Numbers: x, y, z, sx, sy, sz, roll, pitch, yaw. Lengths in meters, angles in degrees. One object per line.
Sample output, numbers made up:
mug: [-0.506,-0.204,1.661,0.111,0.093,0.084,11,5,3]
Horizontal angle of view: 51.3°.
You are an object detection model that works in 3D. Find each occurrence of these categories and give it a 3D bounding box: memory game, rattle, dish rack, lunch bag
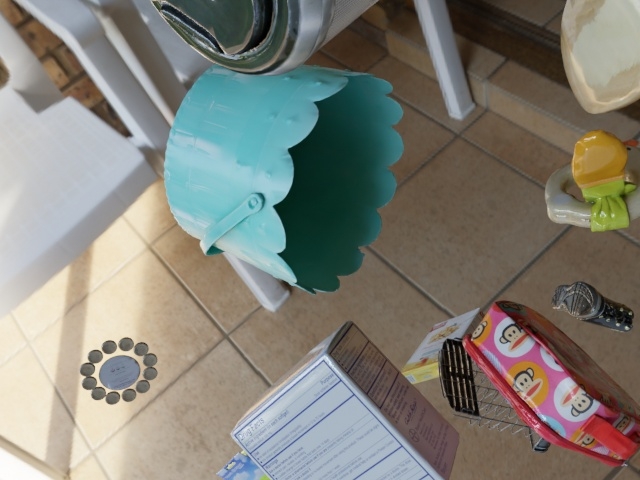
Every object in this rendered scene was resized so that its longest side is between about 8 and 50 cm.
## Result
memory game: [-0.486,0.317,1.615,0.186,0.186,0.012,-36,30,-8]
rattle: [0.339,-0.115,0.802,0.130,0.143,0.200,-4,37,49]
dish rack: [0.371,0.321,1.423,0.271,0.074,0.208,16,42,-12]
lunch bag: [0.376,0.229,1.010,0.120,0.293,0.258,-52,40,12]

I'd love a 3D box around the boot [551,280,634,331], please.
boot: [0.678,0.164,1.598,0.178,0.236,0.085,18,87,-1]

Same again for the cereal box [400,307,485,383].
cereal box: [0.330,0.283,1.779,0.173,0.047,0.240,-30,9,44]

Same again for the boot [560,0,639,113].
boot: [0.297,-0.190,0.435,0.211,0.295,0.104,-20,77,-3]

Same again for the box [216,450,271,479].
box: [-0.166,0.608,1.729,0.109,0.178,0.042,-48,16,21]

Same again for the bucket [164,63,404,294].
bucket: [-0.039,-0.085,0.803,0.183,0.281,0.281,20,65,27]

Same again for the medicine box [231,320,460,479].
medicine box: [0.043,0.339,1.159,0.289,0.149,0.263,47,116,2]

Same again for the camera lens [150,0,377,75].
camera lens: [-0.021,-0.294,0.582,0.219,0.219,0.274,26,57,30]
